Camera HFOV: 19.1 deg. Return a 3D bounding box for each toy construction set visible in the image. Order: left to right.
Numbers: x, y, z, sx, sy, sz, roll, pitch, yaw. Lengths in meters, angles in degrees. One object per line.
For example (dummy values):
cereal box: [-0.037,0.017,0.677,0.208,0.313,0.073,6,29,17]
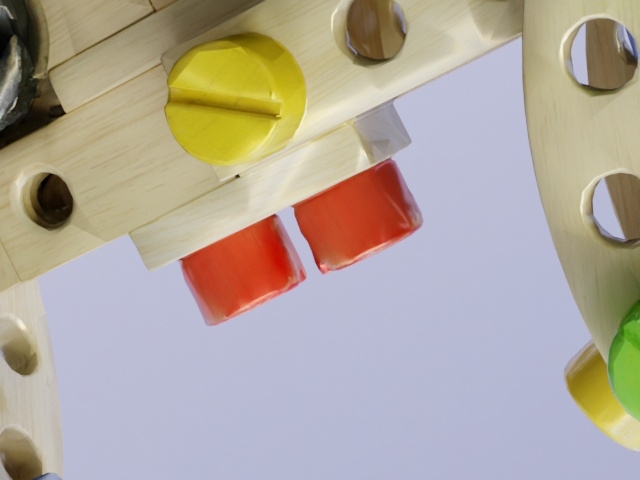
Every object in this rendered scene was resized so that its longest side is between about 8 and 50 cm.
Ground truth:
toy construction set: [0.000,0.000,0.463,0.327,0.215,0.151,-26,-177,8]
